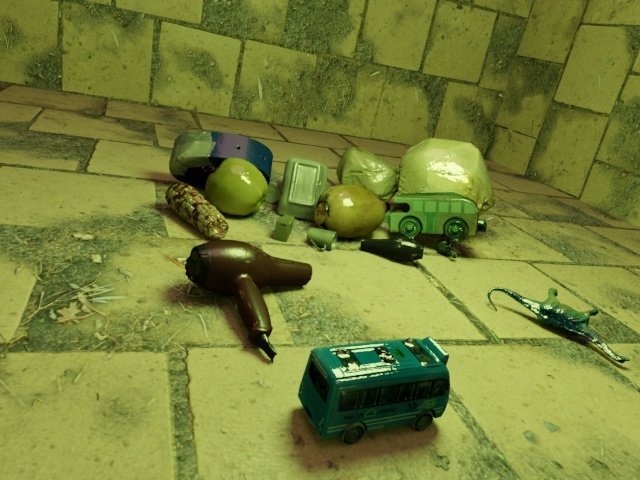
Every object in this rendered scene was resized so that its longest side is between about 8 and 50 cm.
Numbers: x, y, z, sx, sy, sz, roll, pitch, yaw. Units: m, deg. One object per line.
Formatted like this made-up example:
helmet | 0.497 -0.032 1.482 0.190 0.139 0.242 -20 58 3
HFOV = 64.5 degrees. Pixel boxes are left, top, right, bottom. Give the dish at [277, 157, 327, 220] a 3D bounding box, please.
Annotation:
dish | -0.057 -0.184 1.727 0.151 0.213 0.077 11 -14 -5

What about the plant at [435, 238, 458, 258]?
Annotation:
plant | 0.419 0.029 1.679 0.051 0.051 0.102 6 16 -16

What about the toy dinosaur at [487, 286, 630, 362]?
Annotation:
toy dinosaur | 0.630 0.197 1.337 0.362 0.077 0.147 29 33 28

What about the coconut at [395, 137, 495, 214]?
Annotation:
coconut | 0.473 -0.202 1.900 0.360 0.347 0.346 11 20 18

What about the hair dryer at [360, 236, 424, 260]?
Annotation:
hair dryer | 0.242 0.014 1.632 0.195 0.075 0.219 9 9 16

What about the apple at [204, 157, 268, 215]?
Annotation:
apple | -0.268 -0.170 1.619 0.199 0.200 0.200 11 21 -4

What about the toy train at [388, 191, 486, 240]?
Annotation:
toy train | 0.393 -0.083 1.716 0.326 0.160 0.129 3 11 20

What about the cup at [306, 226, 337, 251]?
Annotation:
cup | 0.001 0.001 1.533 0.083 0.075 0.054 15 -16 14

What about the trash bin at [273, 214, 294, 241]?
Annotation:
trash bin | -0.108 -0.041 1.545 0.042 0.061 0.092 14 19 5

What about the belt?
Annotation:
belt | -0.342 -0.268 1.759 0.346 0.212 0.117 5 65 -2

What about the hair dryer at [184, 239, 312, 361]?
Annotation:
hair dryer | -0.113 0.131 1.093 0.312 0.123 0.340 11 29 -34

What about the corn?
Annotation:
corn | -0.365 -0.090 1.485 0.092 0.092 0.280 -7 31 -41

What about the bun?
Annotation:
bun | 0.180 -0.243 2.035 0.281 0.205 0.281 24 14 -7

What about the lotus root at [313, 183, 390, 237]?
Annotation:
lotus root | 0.123 -0.099 1.674 0.309 0.183 0.182 -6 27 -37

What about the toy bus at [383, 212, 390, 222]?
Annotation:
toy bus | 0.232 -0.086 1.895 0.083 0.031 0.037 8 31 -10

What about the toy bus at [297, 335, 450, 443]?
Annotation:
toy bus | 0.097 0.239 0.845 0.246 0.134 0.113 0 24 -26

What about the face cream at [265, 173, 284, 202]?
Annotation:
face cream | -0.144 -0.207 1.922 0.077 0.077 0.250 17 22 11
